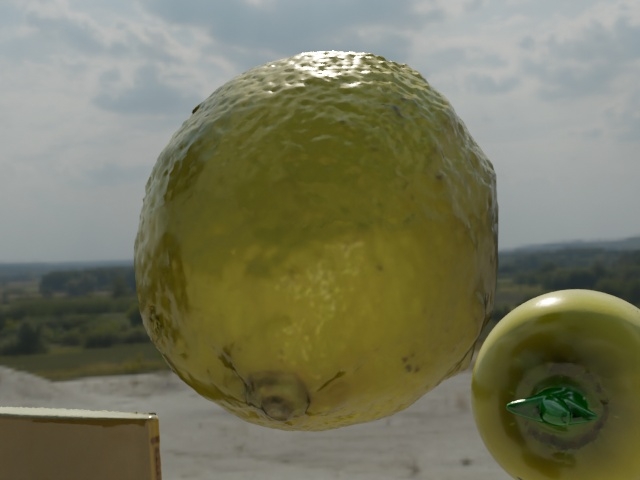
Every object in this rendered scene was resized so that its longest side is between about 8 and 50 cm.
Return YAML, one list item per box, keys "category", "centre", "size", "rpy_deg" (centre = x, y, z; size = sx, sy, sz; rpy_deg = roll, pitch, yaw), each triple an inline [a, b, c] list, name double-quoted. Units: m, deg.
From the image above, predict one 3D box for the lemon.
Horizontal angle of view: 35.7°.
- category: "lemon"
  centre: [0.000, 0.000, 0.719]
  size: [0.268, 0.268, 0.322]
  rpy_deg: [-2, 28, 1]

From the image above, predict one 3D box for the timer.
- category: "timer"
  centre: [0.299, 0.190, 1.192]
  size: [0.285, 0.285, 0.285]
  rpy_deg: [-2, -2, 0]

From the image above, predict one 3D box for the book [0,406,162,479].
- category: "book"
  centre: [-0.261, 0.359, 0.981]
  size: [0.269, 0.389, 0.032]
  rpy_deg: [-2, 1, 26]
